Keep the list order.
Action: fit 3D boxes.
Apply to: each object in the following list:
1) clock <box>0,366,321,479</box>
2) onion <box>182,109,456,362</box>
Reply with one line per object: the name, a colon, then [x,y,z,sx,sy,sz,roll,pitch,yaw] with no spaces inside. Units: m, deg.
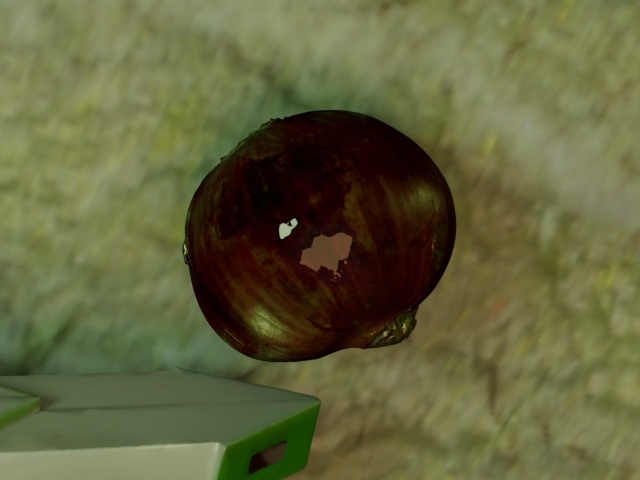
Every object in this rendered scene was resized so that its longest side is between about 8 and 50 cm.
clock: [-0.151,0.162,0.802,0.310,0.166,0.235,1,118,-25]
onion: [0.000,0.000,0.782,0.117,0.118,0.118,-42,122,-5]
